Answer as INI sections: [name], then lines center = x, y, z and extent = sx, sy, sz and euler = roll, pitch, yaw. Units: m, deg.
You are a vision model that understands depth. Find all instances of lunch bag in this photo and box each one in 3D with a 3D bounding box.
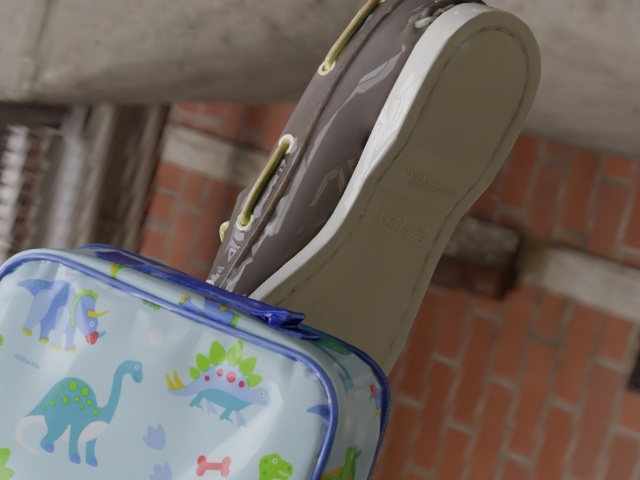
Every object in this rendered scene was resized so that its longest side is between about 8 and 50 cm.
[lunch bag]
center = -0.081, 0.102, 1.023
extent = 0.090, 0.219, 0.176
euler = 0, -72, -66

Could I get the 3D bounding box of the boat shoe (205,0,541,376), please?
[boat shoe]
center = 0.000, 0.000, 1.131
extent = 0.117, 0.097, 0.324
euler = 28, -85, -43
